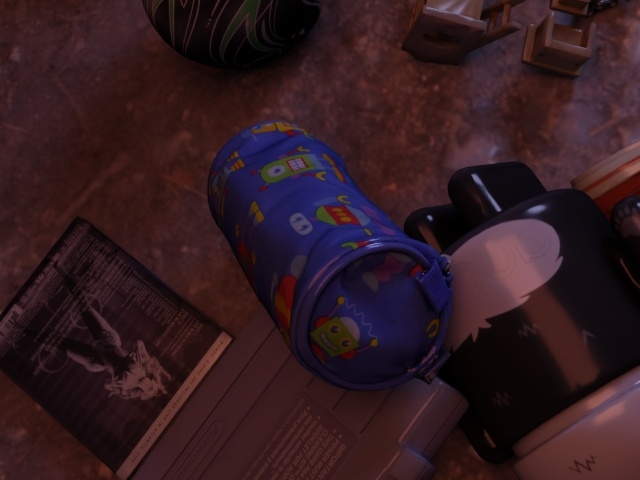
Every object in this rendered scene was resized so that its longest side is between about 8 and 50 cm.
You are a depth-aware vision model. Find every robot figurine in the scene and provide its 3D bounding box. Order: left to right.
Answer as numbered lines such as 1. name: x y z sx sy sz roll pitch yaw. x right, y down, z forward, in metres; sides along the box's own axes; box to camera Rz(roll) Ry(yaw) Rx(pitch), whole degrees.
1. robot figurine: 0.183 0.071 0.795 0.173 0.209 0.278 -27 71 -11

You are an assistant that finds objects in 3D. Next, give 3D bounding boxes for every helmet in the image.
1. helmet: -0.086 -0.247 0.945 0.169 0.161 0.170 -3 76 13

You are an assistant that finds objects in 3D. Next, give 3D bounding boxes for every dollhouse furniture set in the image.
1. dollhouse furniture set: 0.176 -0.252 0.934 0.160 0.101 0.182 14 79 -5

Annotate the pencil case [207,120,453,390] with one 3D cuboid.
1. pencil case: 0.000 0.000 0.807 0.133 0.119 0.306 -24 29 -9

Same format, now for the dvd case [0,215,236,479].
1. dvd case: -0.203 0.102 0.964 0.221 0.018 0.165 35 86 20

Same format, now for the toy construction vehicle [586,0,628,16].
1. toy construction vehicle: 0.275 -0.263 0.926 0.098 0.035 0.086 -20 72 9

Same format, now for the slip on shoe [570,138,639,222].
1. slip on shoe: 0.372 -0.085 0.821 0.331 0.123 0.101 -29 85 10

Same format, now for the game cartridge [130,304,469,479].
1. game cartridge: -0.057 0.218 0.827 0.355 0.068 0.230 -53 46 -3
